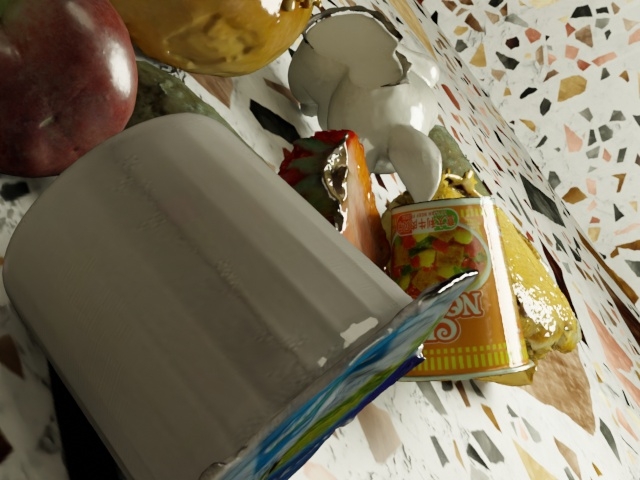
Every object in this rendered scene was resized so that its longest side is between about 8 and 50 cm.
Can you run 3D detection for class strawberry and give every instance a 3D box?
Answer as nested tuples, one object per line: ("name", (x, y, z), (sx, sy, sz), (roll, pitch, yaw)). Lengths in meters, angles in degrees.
("strawberry", (0.000, 0.000, 0.892), (0.236, 0.111, 0.190), (65, 25, -50))

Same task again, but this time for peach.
("peach", (-0.203, -0.114, 0.619), (0.152, 0.152, 0.152), (42, 26, -26))

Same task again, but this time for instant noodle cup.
("instant noodle cup", (0.142, 0.051, 0.926), (0.168, 0.169, 0.184), (1, 84, -62))

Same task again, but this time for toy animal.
("toy animal", (0.054, -0.177, 1.118), (0.154, 0.209, 0.325), (75, 13, -46))

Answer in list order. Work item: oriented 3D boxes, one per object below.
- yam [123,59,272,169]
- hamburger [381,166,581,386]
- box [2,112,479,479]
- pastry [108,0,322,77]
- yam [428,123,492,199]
("yam", (-0.086, -0.015, 0.727), (0.330, 0.133, 0.133), (50, 23, 2))
("hamburger", (0.212, 0.052, 1.143), (0.319, 0.158, 0.318), (41, 27, -27))
("box", (-0.068, 0.054, 0.566), (0.206, 0.262, 0.291), (49, -17, 14))
("pastry", (-0.149, -0.373, 0.933), (0.409, 0.245, 0.409), (44, 23, -25))
("yam", (0.220, -0.074, 1.406), (0.106, 0.106, 0.259), (11, 47, -58))
